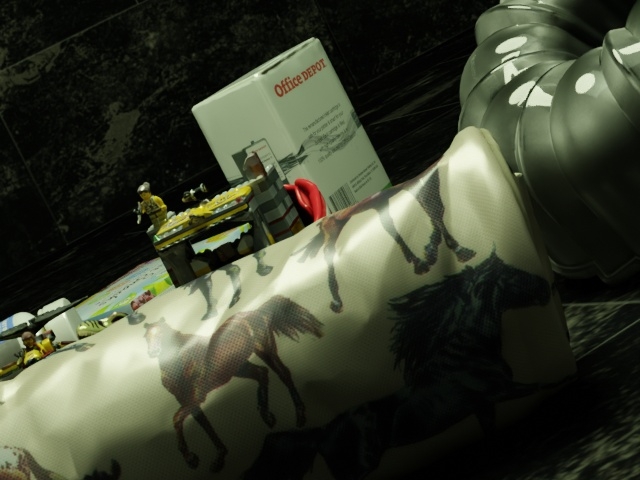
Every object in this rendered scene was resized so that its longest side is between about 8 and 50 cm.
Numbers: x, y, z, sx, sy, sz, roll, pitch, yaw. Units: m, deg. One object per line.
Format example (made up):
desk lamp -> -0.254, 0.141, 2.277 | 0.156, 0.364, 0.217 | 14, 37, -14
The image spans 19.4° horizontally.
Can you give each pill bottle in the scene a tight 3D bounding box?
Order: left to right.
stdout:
pill bottle -> -0.253, 0.106, 1.516 | 0.137, 0.078, 0.078 | -28, 8, 3

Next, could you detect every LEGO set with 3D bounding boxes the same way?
LEGO set -> -0.123, 0.072, 1.286 | 0.331, 0.192, 0.255 | -23, 9, 21

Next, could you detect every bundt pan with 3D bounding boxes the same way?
bundt pan -> 0.216, -0.140, 1.266 | 0.331, 0.124, 0.331 | -42, 27, 28

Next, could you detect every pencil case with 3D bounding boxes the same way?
pencil case -> -0.044, 0.086, 1.068 | 0.410, 0.160, 0.183 | -27, 26, 0

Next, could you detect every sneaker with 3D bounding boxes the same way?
sneaker -> 0.000, 0.000, 1.579 | 0.087, 0.128, 0.221 | -27, 8, -6

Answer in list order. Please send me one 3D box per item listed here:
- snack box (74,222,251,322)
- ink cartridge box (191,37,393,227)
snack box -> -0.174, 0.070, 1.889 | 0.174, 0.070, 0.207 | -20, 11, 40
ink cartridge box -> -0.017, -0.073, 1.801 | 0.087, 0.208, 0.153 | -22, 9, 29
